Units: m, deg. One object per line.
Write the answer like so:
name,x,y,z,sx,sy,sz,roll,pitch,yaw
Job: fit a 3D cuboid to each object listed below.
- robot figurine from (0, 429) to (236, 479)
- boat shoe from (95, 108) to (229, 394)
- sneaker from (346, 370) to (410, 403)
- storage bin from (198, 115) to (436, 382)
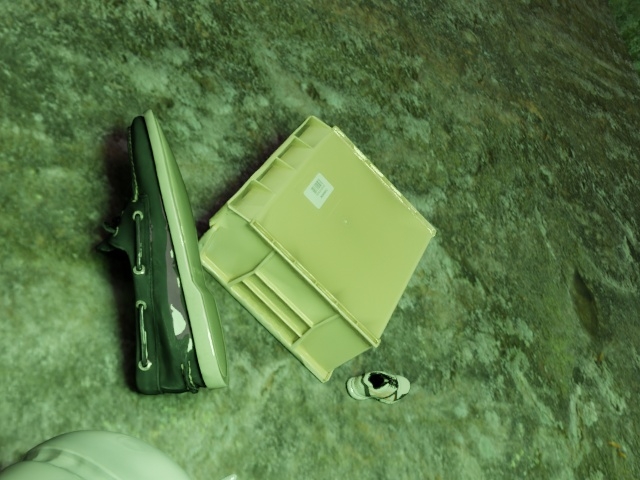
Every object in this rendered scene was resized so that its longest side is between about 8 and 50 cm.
robot figurine,-0.211,0.276,0.511,0.353,0.300,0.199,-37,128,-51
boat shoe,-0.195,0.014,0.810,0.113,0.127,0.339,-16,80,-1
sneaker,0.090,0.202,0.984,0.109,0.044,0.040,8,57,-40
storage bin,0.000,0.000,0.977,0.260,0.123,0.262,45,44,-9
